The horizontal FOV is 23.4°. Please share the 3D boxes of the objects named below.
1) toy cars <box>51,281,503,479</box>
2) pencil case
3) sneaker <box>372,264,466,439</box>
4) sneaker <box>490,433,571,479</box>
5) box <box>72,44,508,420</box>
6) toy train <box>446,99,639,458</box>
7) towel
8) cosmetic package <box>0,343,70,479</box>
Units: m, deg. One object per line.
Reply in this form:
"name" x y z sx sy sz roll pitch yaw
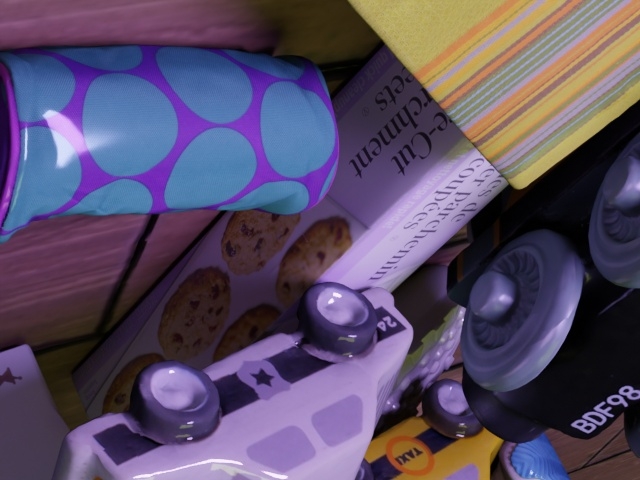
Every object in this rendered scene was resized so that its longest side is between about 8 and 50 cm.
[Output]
"toy cars" 0.014 0.124 0.734 0.176 0.087 0.393 -49 155 1
"pencil case" -0.064 -0.036 0.565 0.151 0.064 0.070 -6 132 -42
"sneaker" -0.009 0.091 0.871 0.235 0.095 0.090 -46 153 -10
"sneaker" 0.178 0.229 1.350 0.092 0.087 0.229 -27 155 1
"box" 0.000 0.000 0.710 0.063 0.067 0.324 1 144 -48
"toy train" 0.179 -0.040 0.679 0.142 0.190 0.334 25 134 -20
"towel" 0.052 -0.109 0.520 0.102 0.021 0.237 -39 136 9
"cosmetic package" -0.170 0.161 0.783 0.085 0.117 0.231 -19 154 -22
